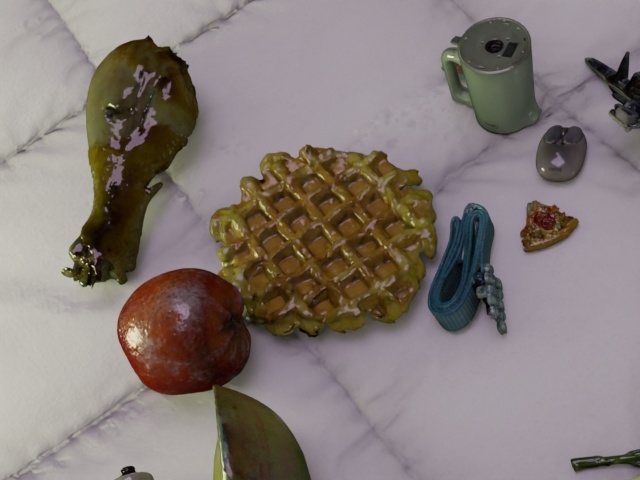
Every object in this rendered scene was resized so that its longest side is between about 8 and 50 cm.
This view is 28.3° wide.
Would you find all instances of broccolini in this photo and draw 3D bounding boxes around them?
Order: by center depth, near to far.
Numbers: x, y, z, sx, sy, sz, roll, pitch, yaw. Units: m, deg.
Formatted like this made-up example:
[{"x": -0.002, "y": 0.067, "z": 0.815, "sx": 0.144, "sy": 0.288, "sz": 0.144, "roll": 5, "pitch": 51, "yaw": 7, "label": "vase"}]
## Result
[{"x": 0.359, "y": 0.249, "z": 1.467, "sx": 0.140, "sy": 0.035, "sz": 0.030, "roll": -8, "pitch": 52, "yaw": 14, "label": "broccolini"}]

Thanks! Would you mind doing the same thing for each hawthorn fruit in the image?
[{"x": -0.179, "y": 0.118, "z": 1.633, "sx": 0.173, "sy": 0.173, "sz": 0.172, "roll": -8, "pitch": 55, "yaw": 12, "label": "hawthorn fruit"}]

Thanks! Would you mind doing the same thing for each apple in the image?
[{"x": -0.070, "y": 0.288, "z": 1.483, "sx": 0.120, "sy": 0.193, "sz": 0.265, "roll": -10, "pitch": 52, "yaw": -2, "label": "apple"}]

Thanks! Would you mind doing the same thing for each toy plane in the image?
[{"x": 0.442, "y": -0.201, "z": 1.712, "sx": 0.192, "sy": 0.088, "sz": 0.262, "roll": -13, "pitch": 46, "yaw": -26, "label": "toy plane"}]

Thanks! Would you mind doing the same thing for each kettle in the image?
[{"x": 0.235, "y": -0.221, "z": 1.751, "sx": 0.127, "sy": 0.148, "sz": 0.098, "roll": -9, "pitch": 57, "yaw": 9, "label": "kettle"}]

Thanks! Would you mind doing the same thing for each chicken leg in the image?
[{"x": -0.285, "y": -0.115, "z": 1.855, "sx": 0.201, "sy": 0.153, "sz": 0.429, "roll": -4, "pitch": 63, "yaw": 29, "label": "chicken leg"}]

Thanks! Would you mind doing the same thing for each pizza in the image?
[{"x": 0.290, "y": -0.026, "z": 1.677, "sx": 0.083, "sy": 0.025, "sz": 0.078, "roll": -30, "pitch": 56, "yaw": -4, "label": "pizza"}]

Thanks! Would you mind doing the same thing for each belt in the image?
[{"x": 0.202, "y": 0.033, "z": 1.644, "sx": 0.100, "sy": 0.065, "sz": 0.179, "roll": -2, "pitch": 57, "yaw": 28, "label": "belt"}]

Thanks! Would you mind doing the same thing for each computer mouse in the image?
[{"x": 0.326, "y": -0.122, "z": 1.722, "sx": 0.066, "sy": 0.039, "sz": 0.096, "roll": 7, "pitch": 59, "yaw": 21, "label": "computer mouse"}]

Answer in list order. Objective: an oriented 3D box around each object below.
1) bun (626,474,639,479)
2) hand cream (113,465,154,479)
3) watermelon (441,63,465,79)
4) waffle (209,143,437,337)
[{"x": 0.349, "y": 0.401, "z": 1.243, "sx": 0.349, "sy": 0.227, "sz": 0.352, "roll": -6, "pitch": 77, "yaw": 3, "label": "bun"}, {"x": -0.217, "y": 0.363, "z": 1.558, "sx": 0.087, "sy": 0.054, "sz": 0.186, "roll": -18, "pitch": 60, "yaw": -1, "label": "hand cream"}, {"x": 0.214, "y": -0.271, "z": 1.842, "sx": 0.085, "sy": 0.061, "sz": 0.085, "roll": -3, "pitch": 53, "yaw": 4, "label": "watermelon"}, {"x": 0.000, "y": 0.000, "z": 1.723, "sx": 0.325, "sy": 0.068, "sz": 0.302, "roll": 2, "pitch": 57, "yaw": 20, "label": "waffle"}]
